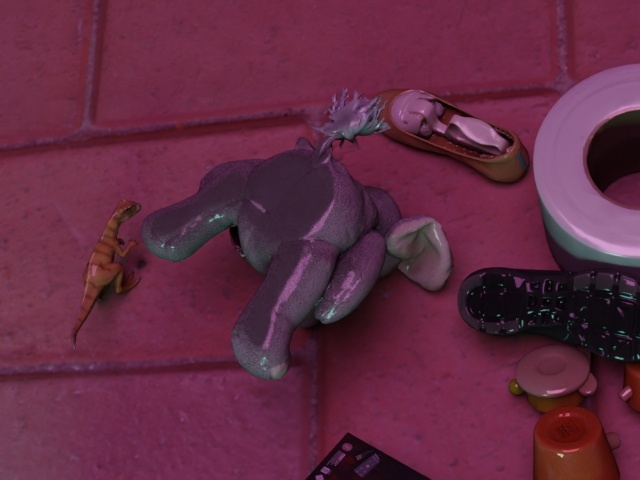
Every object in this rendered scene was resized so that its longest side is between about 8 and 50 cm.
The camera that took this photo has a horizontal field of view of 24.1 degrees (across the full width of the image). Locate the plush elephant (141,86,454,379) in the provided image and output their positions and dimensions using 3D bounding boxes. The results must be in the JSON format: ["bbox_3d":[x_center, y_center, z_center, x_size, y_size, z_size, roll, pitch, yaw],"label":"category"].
[{"bbox_3d":[0.000,0.000,1.771,0.272,0.255,0.330,39,88,34],"label":"plush elephant"}]

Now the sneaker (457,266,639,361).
[{"bbox_3d":[0.294,0.071,1.712,0.267,0.106,0.101,11,99,28],"label":"sneaker"}]

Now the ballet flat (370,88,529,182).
[{"bbox_3d":[0.157,-0.147,1.878,0.232,0.073,0.080,24,74,22],"label":"ballet flat"}]

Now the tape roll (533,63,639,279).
[{"bbox_3d":[0.374,-0.060,1.737,0.246,0.169,0.246,-5,66,12],"label":"tape roll"}]

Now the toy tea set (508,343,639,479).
[{"bbox_3d":[0.377,0.211,1.671,0.336,0.124,0.200,-5,36,15],"label":"toy tea set"}]

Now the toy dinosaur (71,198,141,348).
[{"bbox_3d":[-0.279,0.049,1.874,0.064,0.112,0.211,11,70,17],"label":"toy dinosaur"}]

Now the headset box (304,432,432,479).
[{"bbox_3d":[0.087,0.370,1.604,0.293,0.110,0.218,28,47,23],"label":"headset box"}]
